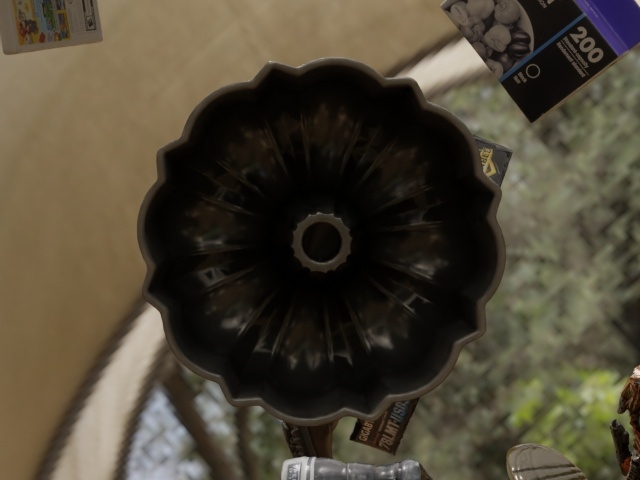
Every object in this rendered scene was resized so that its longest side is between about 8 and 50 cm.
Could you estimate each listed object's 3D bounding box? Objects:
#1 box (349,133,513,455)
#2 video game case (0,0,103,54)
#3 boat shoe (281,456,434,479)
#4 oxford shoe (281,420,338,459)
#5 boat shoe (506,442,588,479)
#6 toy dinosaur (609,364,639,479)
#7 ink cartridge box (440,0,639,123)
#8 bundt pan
[{"bbox_3d":[0.131,0.067,2.266,0.293,0.073,0.295,110,-178,-56],"label":"box"},{"bbox_3d":[-0.350,-0.352,2.341,0.026,0.227,0.206,-5,8,25],"label":"video game case"},{"bbox_3d":[0.031,0.184,1.118,0.083,0.065,0.183,-2,-31,8],"label":"boat shoe"},{"bbox_3d":[-0.001,0.215,2.312,0.096,0.227,0.083,-21,23,-18],"label":"oxford shoe"},{"bbox_3d":[0.248,0.294,1.877,0.080,0.223,0.073,-10,-53,-23],"label":"boat shoe"},{"bbox_3d":[0.415,0.272,1.985,0.164,0.218,0.322,-57,-48,-21],"label":"toy dinosaur"},{"bbox_3d":[0.302,-0.295,2.480,0.208,0.206,0.045,-38,-1,18],"label":"ink cartridge box"},{"bbox_3d":[0.000,0.000,1.707,0.331,0.331,0.124,-41,2,0],"label":"bundt pan"}]
